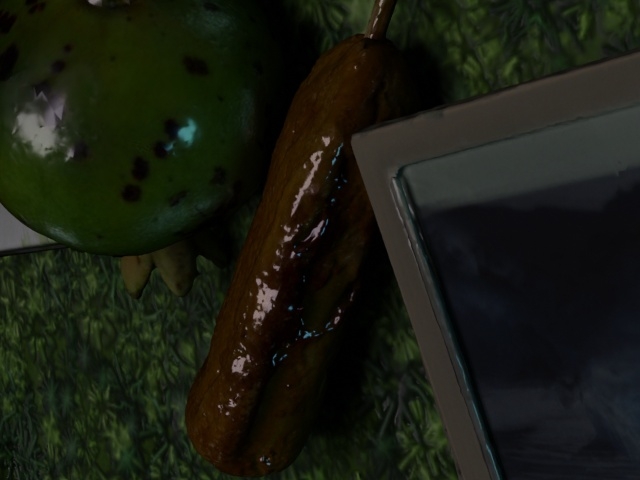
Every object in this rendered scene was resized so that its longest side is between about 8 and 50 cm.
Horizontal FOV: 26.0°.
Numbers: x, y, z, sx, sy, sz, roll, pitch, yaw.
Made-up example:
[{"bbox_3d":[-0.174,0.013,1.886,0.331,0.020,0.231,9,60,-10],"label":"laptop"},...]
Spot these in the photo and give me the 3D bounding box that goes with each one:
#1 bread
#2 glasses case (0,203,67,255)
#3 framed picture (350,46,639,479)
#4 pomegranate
[{"bbox_3d":[-0.002,-0.001,0.843,0.124,0.084,0.344,-102,29,-63],"label":"bread"},{"bbox_3d":[-0.215,-0.039,1.117,0.272,0.062,0.095,-5,86,50],"label":"glasses case"},{"bbox_3d":[0.207,0.062,0.603,0.446,0.028,0.326,-13,98,50],"label":"framed picture"},{"bbox_3d":[-0.123,-0.071,0.905,0.211,0.211,0.263,45,152,36],"label":"pomegranate"}]
